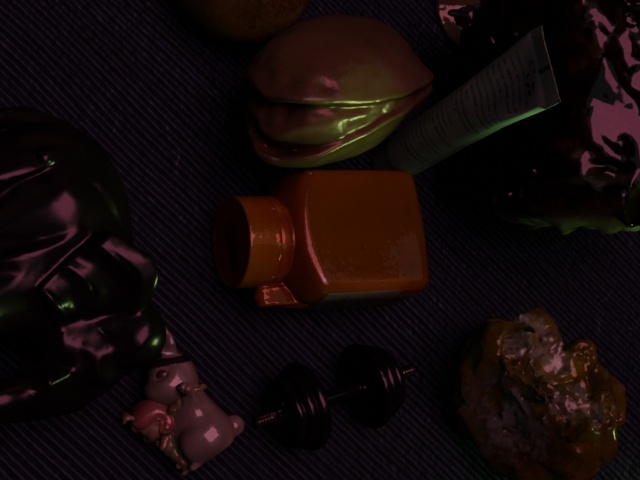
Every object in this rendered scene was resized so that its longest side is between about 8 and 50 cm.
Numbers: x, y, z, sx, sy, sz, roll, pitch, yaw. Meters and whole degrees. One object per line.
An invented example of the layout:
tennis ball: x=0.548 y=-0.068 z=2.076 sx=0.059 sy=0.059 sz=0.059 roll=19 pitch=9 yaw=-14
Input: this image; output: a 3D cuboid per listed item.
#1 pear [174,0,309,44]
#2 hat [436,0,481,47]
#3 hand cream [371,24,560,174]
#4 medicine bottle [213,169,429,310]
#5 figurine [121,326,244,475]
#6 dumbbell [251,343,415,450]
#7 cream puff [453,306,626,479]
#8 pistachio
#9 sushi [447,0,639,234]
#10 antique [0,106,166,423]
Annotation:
pear: x=-0.087 y=-0.305 z=1.456 sx=0.167 sy=0.136 sz=0.167 roll=-1 pitch=93 yaw=-30
hat: x=0.246 y=-0.323 z=1.691 sx=0.173 sy=0.144 sz=0.166 roll=-2 pitch=102 yaw=12
hand cream: x=0.154 y=-0.136 z=1.420 sx=0.058 sy=0.331 sz=0.085 roll=-1 pitch=76 yaw=-26
medicine bottle: x=0.000 y=0.000 z=1.424 sx=0.222 sy=0.112 sz=0.149 roll=-1 pitch=75 yaw=-28
figurine: x=-0.156 y=0.166 z=1.309 sx=0.098 sy=0.081 sz=0.146 roll=-39 pitch=95 yaw=-31
dumbbell: x=0.017 y=0.170 z=1.390 sx=0.208 sy=0.099 sz=0.099 roll=-15 pitch=82 yaw=-30
cream puff: x=0.255 y=0.182 z=1.484 sx=0.194 sy=0.195 sz=0.221 roll=-35 pitch=81 yaw=-31
pistachio: x=0.018 y=-0.170 z=1.440 sx=0.293 sy=0.181 sz=0.162 roll=-25 pitch=126 yaw=-56
sushi: x=0.310 y=-0.156 z=1.518 sx=0.281 sy=0.299 sz=0.294 roll=-4 pitch=94 yaw=-53
antique: x=-0.292 y=0.017 z=1.224 sx=0.255 sy=0.185 sz=0.322 roll=-2 pitch=72 yaw=-27
